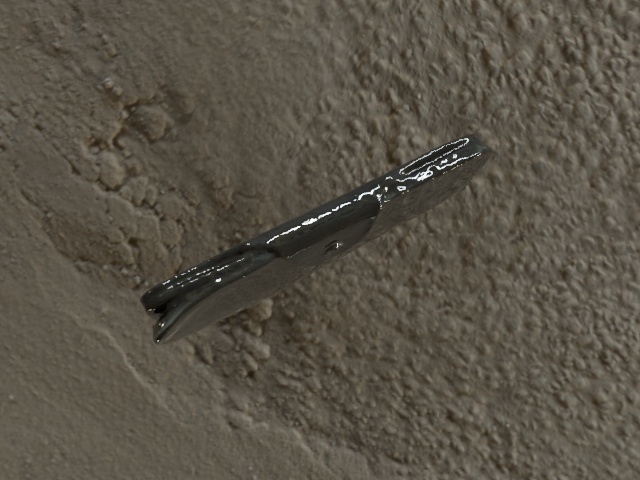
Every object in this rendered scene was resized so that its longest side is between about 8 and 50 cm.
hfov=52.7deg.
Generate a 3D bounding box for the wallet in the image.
[{"bbox_3d":[0.000,0.000,0.662,0.378,0.197,0.051,-27,83,-10],"label":"wallet"}]
